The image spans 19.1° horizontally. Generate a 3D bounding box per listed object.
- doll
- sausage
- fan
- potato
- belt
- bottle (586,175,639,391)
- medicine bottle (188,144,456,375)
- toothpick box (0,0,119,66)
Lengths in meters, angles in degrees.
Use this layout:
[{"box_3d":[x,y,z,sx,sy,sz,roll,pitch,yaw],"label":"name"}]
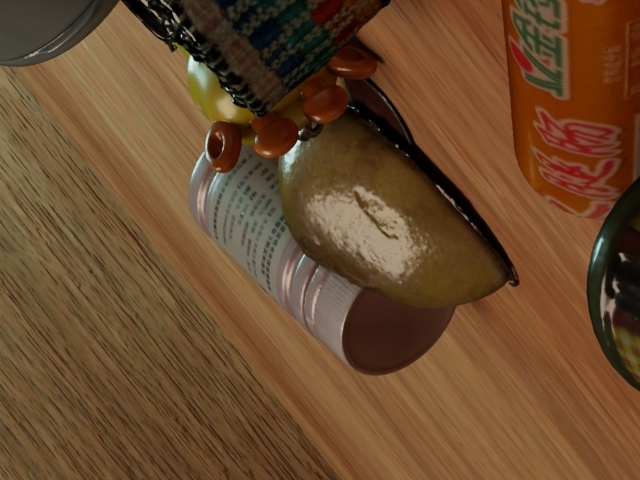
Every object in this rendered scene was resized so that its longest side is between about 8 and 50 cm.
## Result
[{"box_3d":[-0.046,-0.122,1.439,0.135,0.143,0.221,60,174,-33],"label":"doll"},{"box_3d":[0.122,-0.116,0.828,0.093,0.093,0.312,47,169,24],"label":"sausage"},{"box_3d":[0.037,-0.101,1.493,0.085,0.005,0.133,52,169,-12],"label":"fan"},{"box_3d":[0.025,-0.029,1.507,0.261,0.100,0.120,43,172,39],"label":"potato"},{"box_3d":[-0.078,-0.209,1.222,0.257,0.150,0.207,49,179,17],"label":"belt"},{"box_3d":[0.237,0.058,0.804,0.271,0.143,0.156,34,161,55],"label":"bottle"},{"box_3d":[0.000,0.000,1.657,0.250,0.133,0.133,40,165,42],"label":"medicine bottle"},{"box_3d":[-0.298,-0.297,1.333,0.355,0.263,0.263,24,-169,-42],"label":"toothpick box"}]
